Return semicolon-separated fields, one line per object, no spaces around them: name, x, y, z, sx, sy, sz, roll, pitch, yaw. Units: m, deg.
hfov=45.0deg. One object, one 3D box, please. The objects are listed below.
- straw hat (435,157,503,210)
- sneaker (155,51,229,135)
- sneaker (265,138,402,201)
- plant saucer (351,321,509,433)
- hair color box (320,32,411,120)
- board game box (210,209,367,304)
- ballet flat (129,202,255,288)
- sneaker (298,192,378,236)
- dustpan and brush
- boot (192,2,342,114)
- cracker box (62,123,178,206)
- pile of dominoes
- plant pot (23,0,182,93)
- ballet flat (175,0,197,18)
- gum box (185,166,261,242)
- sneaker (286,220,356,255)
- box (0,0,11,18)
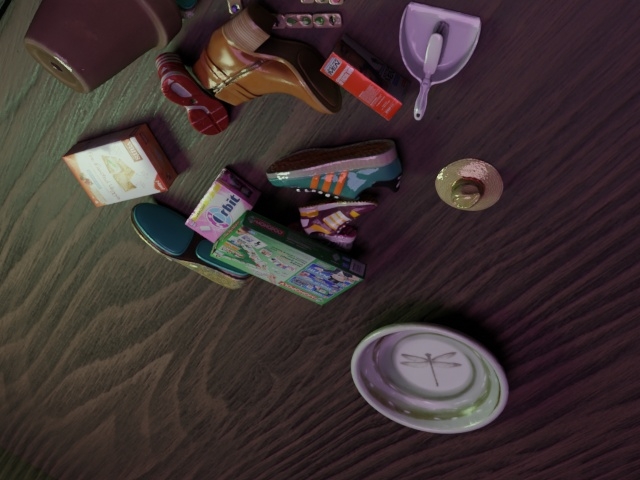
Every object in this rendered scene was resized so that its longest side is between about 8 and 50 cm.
straw hat;0.310;-0.099;1.632;0.145;0.061;0.144;11;131;13
sneaker;-0.275;-0.327;1.660;0.087;0.128;0.221;-27;149;7
sneaker;0.030;-0.134;1.676;0.302;0.108;0.121;-5;122;22
plant saucer;0.282;0.331;1.976;0.401;0.100;0.400;11;131;13
hair color box;0.090;-0.320;1.508;0.167;0.093;0.053;33;131;-9
board game box;-0.079;0.047;1.830;0.317;0.046;0.213;25;150;-18
ballet flat;-0.325;0.025;1.946;0.349;0.123;0.123;26;132;-2
sneaker;0.046;-0.054;1.747;0.186;0.069;0.083;-6;108;20
dustpan and brush;0.210;-0.332;1.474;0.147;0.060;0.211;15;132;8
boot;-0.114;-0.322;1.577;0.283;0.109;0.220;37;137;-22
cracker box;-0.482;-0.177;1.858;0.232;0.067;0.155;-11;124;27
pile of dominoes;-0.076;-0.489;1.464;0.251;0.040;0.196;4;129;17
plant pot;-0.434;-0.411;1.471;0.263;0.229;0.263;33;166;9
ballet flat;-0.345;-0.524;1.512;0.241;0.091;0.077;48;151;-16
gum box;-0.232;-0.080;1.849;0.107;0.062;0.188;35;132;-10
sneaker;0.000;0.000;1.828;0.170;0.063;0.074;7;124;9
box;-0.777;-0.575;1.557;0.294;0.182;0.296;41;129;-16
